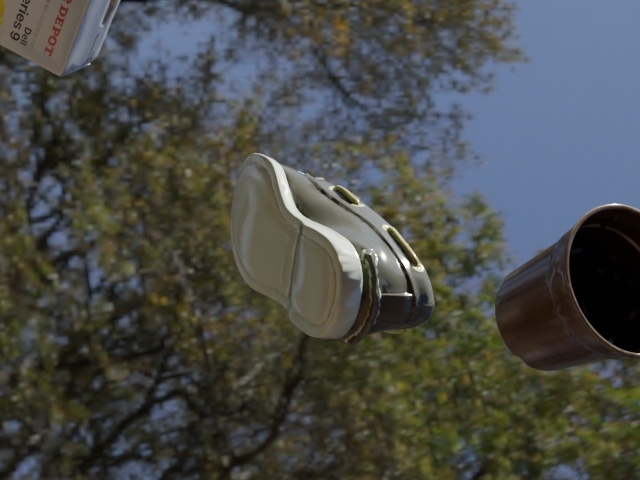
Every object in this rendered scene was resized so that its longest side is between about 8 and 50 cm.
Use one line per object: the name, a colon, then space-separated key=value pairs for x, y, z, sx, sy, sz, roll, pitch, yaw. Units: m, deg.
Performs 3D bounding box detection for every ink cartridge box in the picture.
ink cartridge box: x=-0.319 y=-0.292 z=1.521 sx=0.212 sy=0.093 sz=0.154 roll=28 pitch=-67 yaw=4

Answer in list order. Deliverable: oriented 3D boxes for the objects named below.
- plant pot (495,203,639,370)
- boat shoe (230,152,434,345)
plant pot: x=0.285 y=0.066 z=1.561 sx=0.165 sy=0.167 sz=0.167 roll=-34 pitch=-109 yaw=57
boat shoe: x=-0.001 y=0.004 z=1.220 sx=0.305 sy=0.091 sz=0.109 roll=-135 pitch=-127 yaw=-62
